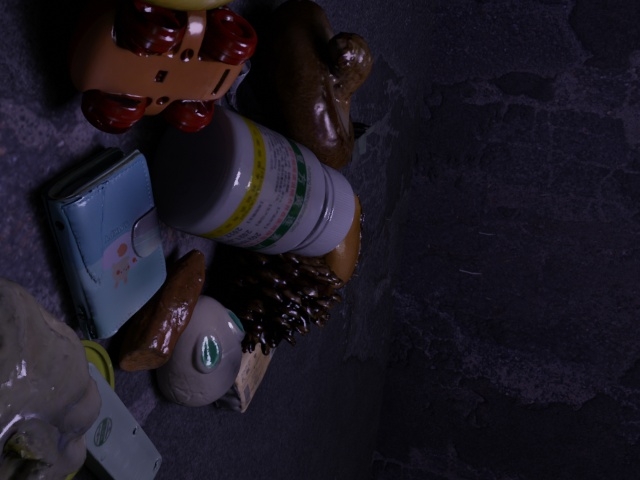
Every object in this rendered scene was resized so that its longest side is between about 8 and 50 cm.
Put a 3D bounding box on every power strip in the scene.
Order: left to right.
[{"bbox_3d":[-0.339,0.296,1.087,0.385,0.062,0.091,79,29,-50],"label":"power strip"}]

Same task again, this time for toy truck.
[{"bbox_3d":[-0.229,-0.286,0.957,0.264,0.239,0.189,-8,149,-47],"label":"toy truck"}]

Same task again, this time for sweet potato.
[{"bbox_3d":[-0.262,0.119,1.214,0.097,0.097,0.252,78,31,-50],"label":"sweet potato"}]

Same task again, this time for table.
[{"bbox_3d":[0.044,-0.259,1.785,0.175,0.146,0.063,-43,140,-59],"label":"table"}]

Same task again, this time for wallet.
[{"bbox_3d":[-0.309,0.003,1.034,0.176,0.074,0.251,-51,148,-47],"label":"wallet"}]

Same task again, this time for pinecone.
[{"bbox_3d":[-0.092,0.099,1.438,0.257,0.243,0.243,-32,148,-7],"label":"pinecone"}]

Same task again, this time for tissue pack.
[{"bbox_3d":[-0.170,0.252,1.565,0.186,0.090,0.222,83,27,-50],"label":"tissue pack"}]

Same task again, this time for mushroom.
[{"bbox_3d":[-0.023,-0.313,1.426,0.345,0.238,0.346,15,90,-87],"label":"mushroom"}]

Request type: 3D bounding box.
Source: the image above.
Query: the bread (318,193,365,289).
[{"bbox_3d":[0.000,0.000,1.735,0.162,0.204,0.262,-26,122,-71],"label":"bread"}]

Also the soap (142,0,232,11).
[{"bbox_3d":[-0.206,-0.407,0.836,0.306,0.115,0.427,52,28,-9],"label":"soap"}]

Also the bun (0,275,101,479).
[{"bbox_3d":[-0.381,0.213,0.739,0.359,0.210,0.360,13,90,-71],"label":"bun"}]

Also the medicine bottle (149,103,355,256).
[{"bbox_3d":[-0.103,-0.085,1.219,0.339,0.208,0.209,18,84,-50],"label":"medicine bottle"}]

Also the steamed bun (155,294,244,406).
[{"bbox_3d":[-0.220,0.213,1.332,0.177,0.130,0.228,-45,144,-55],"label":"steamed bun"}]

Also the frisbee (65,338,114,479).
[{"bbox_3d":[-0.386,0.262,1.054,0.236,0.017,0.236,11,90,-71],"label":"frisbee"}]

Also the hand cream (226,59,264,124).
[{"bbox_3d":[-0.147,-0.288,1.371,0.257,0.050,0.084,76,31,-69],"label":"hand cream"}]
